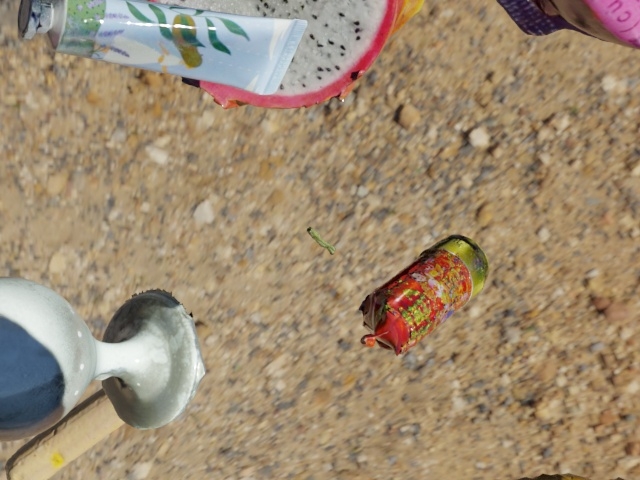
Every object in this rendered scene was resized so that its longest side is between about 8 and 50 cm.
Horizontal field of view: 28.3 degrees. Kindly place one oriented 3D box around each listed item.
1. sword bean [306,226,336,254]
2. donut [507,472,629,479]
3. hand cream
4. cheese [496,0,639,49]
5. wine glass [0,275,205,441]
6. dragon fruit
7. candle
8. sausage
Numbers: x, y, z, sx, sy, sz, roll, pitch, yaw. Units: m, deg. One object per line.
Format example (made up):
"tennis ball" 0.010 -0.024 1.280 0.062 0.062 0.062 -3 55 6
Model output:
"sword bean" 0.000 0.000 1.642 0.012 0.083 0.012 -9 66 21
"donut" 0.141 0.231 0.515 0.330 0.160 0.330 -1 114 -2
"hand cream" -0.144 -0.191 1.185 0.271 0.091 0.058 6 37 -30
"cheese" 0.171 -0.140 0.482 0.155 0.244 0.062 36 46 -38
"wine glass" -0.211 0.090 0.965 0.241 0.126 0.126 10 68 -52
"dragon fruit" -0.040 -0.299 1.383 0.305 0.226 0.305 5 113 11
"candle" 0.069 0.042 0.905 0.052 0.052 0.131 53 45 4
"sausage" -0.307 0.245 1.739 0.301 0.066 0.065 -34 84 7
